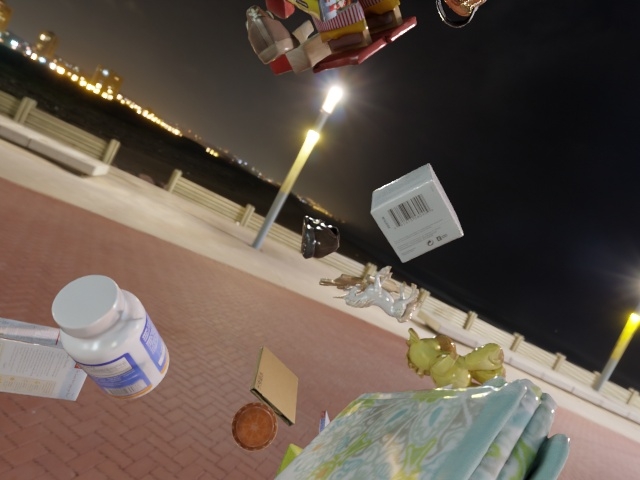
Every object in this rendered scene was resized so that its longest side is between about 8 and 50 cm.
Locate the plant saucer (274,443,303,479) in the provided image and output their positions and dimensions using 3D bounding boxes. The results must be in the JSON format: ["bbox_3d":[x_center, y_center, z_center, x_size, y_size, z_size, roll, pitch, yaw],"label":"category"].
[{"bbox_3d":[-0.064,0.620,1.113,0.045,0.188,0.188,13,-27,28],"label":"plant saucer"}]

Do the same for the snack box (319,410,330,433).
[{"bbox_3d":[0.015,0.591,1.362,0.178,0.022,0.064,-74,146,-81],"label":"snack box"}]

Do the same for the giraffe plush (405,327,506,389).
[{"bbox_3d":[0.266,0.273,0.975,0.210,0.182,0.170,7,12,-26],"label":"giraffe plush"}]

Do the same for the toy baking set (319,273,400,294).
[{"bbox_3d":[0.111,0.119,1.205,0.196,0.030,0.256,-4,-19,42],"label":"toy baking set"}]

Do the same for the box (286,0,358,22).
[{"bbox_3d":[-0.062,-0.330,0.431,0.233,0.044,0.159,46,-14,34],"label":"box"}]

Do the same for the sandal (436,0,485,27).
[{"bbox_3d":[0.317,-0.553,1.059,0.102,0.076,0.265,34,20,-5],"label":"sandal"}]

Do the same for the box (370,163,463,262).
[{"bbox_3d":[0.144,-0.042,0.680,0.102,0.101,0.087,56,21,-19],"label":"box"}]

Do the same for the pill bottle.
[{"bbox_3d":[-0.406,0.190,0.881,0.152,0.152,0.272,29,-35,24],"label":"pill bottle"}]

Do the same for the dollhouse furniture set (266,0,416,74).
[{"bbox_3d":[-0.036,-0.402,0.783,0.374,0.152,0.201,14,-42,54],"label":"dollhouse furniture set"}]

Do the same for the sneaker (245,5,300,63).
[{"bbox_3d":[-0.073,-0.310,0.669,0.071,0.066,0.188,61,6,-22],"label":"sneaker"}]

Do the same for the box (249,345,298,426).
[{"bbox_3d":[-0.129,0.417,1.307,0.164,0.021,0.201,47,13,-15],"label":"box"}]

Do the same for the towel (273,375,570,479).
[{"bbox_3d":[0.028,0.282,0.434,0.090,0.374,0.320,54,-33,3],"label":"towel"}]

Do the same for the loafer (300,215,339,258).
[{"bbox_3d":[0.000,0.000,0.949,0.078,0.080,0.220,5,12,-4],"label":"loafer"}]

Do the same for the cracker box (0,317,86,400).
[{"bbox_3d":[-0.634,0.262,0.987,0.232,0.156,0.067,21,24,-28],"label":"cracker box"}]

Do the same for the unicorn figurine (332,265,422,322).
[{"bbox_3d":[0.122,0.110,0.911,0.162,0.111,0.060,33,-12,9],"label":"unicorn figurine"}]

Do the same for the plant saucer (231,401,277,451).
[{"bbox_3d":[-0.118,0.334,0.809,0.083,0.083,0.013,28,-26,14],"label":"plant saucer"}]
